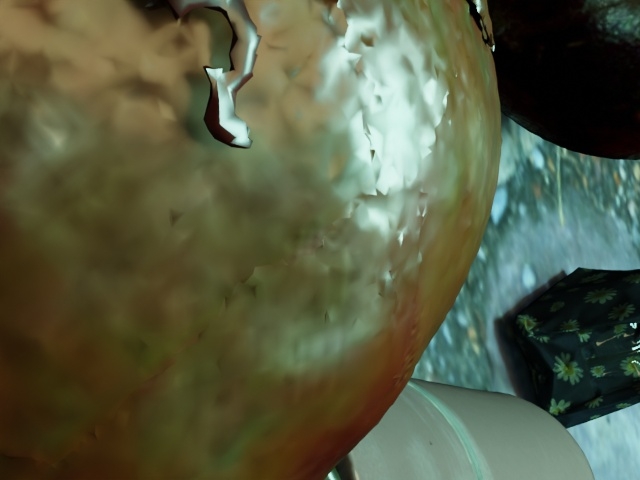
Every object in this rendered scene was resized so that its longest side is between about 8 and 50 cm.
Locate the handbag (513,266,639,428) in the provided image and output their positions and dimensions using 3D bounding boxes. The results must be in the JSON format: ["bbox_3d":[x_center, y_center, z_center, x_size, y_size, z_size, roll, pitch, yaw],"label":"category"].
[{"bbox_3d":[0.193,0.055,1.013,0.115,0.139,0.072,-27,106,-57],"label":"handbag"}]

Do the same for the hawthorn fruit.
[{"bbox_3d":[-0.097,-0.041,0.524,0.316,0.316,0.316,28,53,-46],"label":"hawthorn fruit"}]

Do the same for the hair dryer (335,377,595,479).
[{"bbox_3d":[0.100,0.169,0.689,0.210,0.352,0.125,14,106,-53],"label":"hair dryer"}]

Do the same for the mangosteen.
[{"bbox_3d":[0.167,-0.163,1.041,0.261,0.235,0.236,161,-88,-81],"label":"mangosteen"}]
